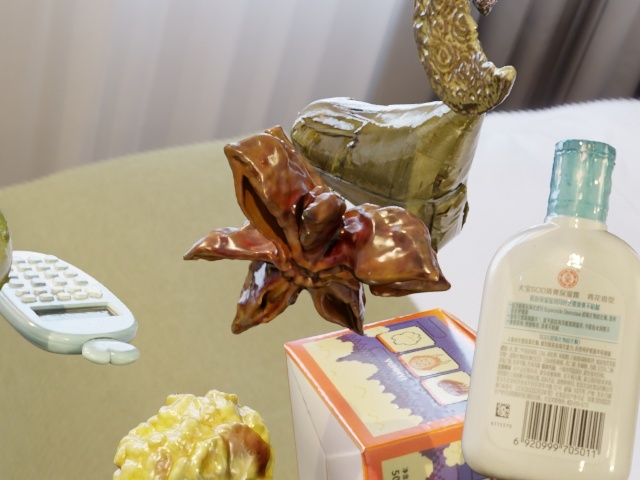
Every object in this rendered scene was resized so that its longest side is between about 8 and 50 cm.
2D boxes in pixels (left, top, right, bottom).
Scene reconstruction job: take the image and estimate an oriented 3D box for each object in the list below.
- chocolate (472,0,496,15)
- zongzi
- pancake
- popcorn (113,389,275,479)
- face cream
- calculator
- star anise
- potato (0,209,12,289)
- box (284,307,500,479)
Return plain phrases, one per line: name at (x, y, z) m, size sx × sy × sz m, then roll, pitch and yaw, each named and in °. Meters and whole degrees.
chocolate at (0.262, -0.356, 1.533) m, size 0.070 × 0.147 × 0.072 m, roll 63°, pitch 29°, yaw -10°
zongzi at (0.104, -0.175, 1.798) m, size 0.323 × 0.360 × 0.160 m, roll 34°, pitch 59°, yaw 15°
pancake at (0.150, -0.228, 1.241) m, size 0.020 × 0.190 × 0.184 m, roll -12°, pitch 15°, yaw -24°
popcorn at (-0.160, 0.301, 1.497) m, size 0.218 × 0.189 × 0.169 m, roll -32°, pitch 24°, yaw -23°
face cream at (0.236, 0.070, 1.130) m, size 0.163 × 0.336 × 0.080 m, roll 7°, pitch -8°, yaw 12°
calculator at (-0.371, 0.096, 1.666) m, size 0.188 × 0.042 × 0.303 m, roll 1°, pitch 30°, yaw -47°
star anise at (0.004, 0.004, 0.880) m, size 0.196 × 0.212 × 0.111 m, roll 16°, pitch 47°, yaw 16°
potato at (-0.521, 0.014, 1.367) m, size 0.304 × 0.215 × 0.216 m, roll -10°, pitch 42°, yaw -19°
box at (0.129, 0.318, 1.527) m, size 0.257 × 0.348 × 0.318 m, roll -12°, pitch 21°, yaw -17°
